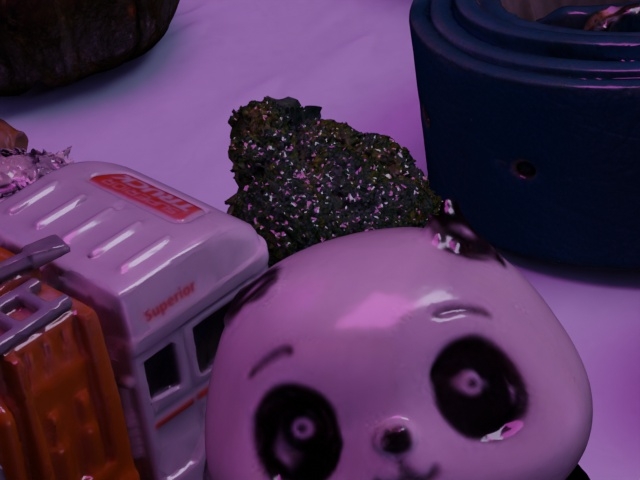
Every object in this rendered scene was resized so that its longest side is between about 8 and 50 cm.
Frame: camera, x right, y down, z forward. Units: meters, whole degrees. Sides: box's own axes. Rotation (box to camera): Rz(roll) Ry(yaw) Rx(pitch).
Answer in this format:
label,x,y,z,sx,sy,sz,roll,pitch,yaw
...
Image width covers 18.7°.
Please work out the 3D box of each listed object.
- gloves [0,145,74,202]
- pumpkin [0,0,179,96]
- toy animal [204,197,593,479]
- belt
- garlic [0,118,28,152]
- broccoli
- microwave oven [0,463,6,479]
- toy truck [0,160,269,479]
label,x,y,z,sx,sy,sz,roll,pitch,yaw
gloves,-0.239,-0.023,1.332,0.153,0.070,0.114,-13,36,-8
pumpkin,-0.228,-0.217,1.532,0.238,0.159,0.238,-1,38,1
toy animal,0.042,0.106,0.957,0.187,0.235,0.165,-15,32,0
belt,0.280,-0.125,1.316,0.436,0.173,0.300,-5,34,1
garlic,-0.282,-0.072,1.426,0.152,0.066,0.084,21,15,27
broccoli,0.000,0.000,1.195,0.156,0.195,0.195,-15,31,22
microwave oven,-0.293,0.249,0.689,0.432,0.374,0.236,-19,-7,-16
toy truck,-0.187,0.103,1.026,0.173,0.207,0.387,24,44,35
